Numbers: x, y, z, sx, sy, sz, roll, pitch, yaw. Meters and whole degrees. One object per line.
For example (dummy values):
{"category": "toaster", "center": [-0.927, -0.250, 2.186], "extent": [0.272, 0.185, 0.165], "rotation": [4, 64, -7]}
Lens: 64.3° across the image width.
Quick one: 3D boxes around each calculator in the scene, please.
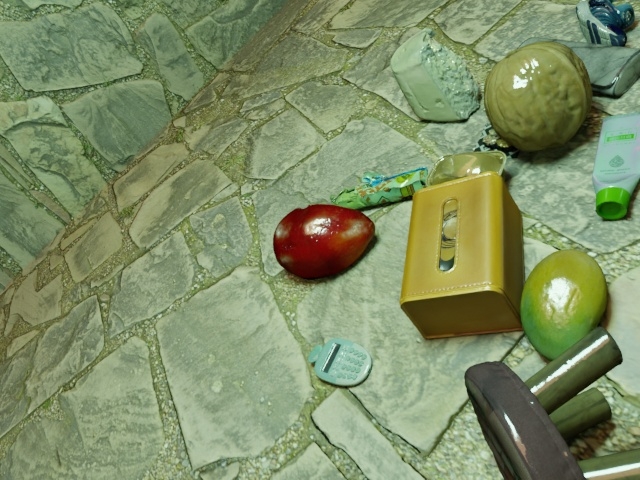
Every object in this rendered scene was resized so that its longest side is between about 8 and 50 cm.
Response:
{"category": "calculator", "center": [0.038, 0.248, 1.045], "extent": [0.153, 0.021, 0.095], "rotation": [5, 56, 43]}

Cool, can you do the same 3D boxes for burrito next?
{"category": "burrito", "center": [0.155, -0.137, 1.295], "extent": [0.288, 0.054, 0.104], "rotation": [-13, 45, 32]}

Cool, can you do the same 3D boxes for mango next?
{"category": "mango", "center": [0.393, 0.105, 0.826], "extent": [0.130, 0.092, 0.195], "rotation": [-7, 58, 33]}

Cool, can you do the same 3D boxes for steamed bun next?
{"category": "steamed bun", "center": [0.302, -0.441, 1.324], "extent": [0.170, 0.225, 0.200], "rotation": [-52, 37, -13]}

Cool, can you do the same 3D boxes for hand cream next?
{"category": "hand cream", "center": [0.569, -0.155, 0.967], "extent": [0.079, 0.050, 0.275], "rotation": [17, 57, 18]}

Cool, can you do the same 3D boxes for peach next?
{"category": "peach", "center": [-0.004, 0.006, 1.224], "extent": [0.267, 0.159, 0.154], "rotation": [-5, 56, 36]}

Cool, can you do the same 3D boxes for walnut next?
{"category": "walnut", "center": [0.451, -0.295, 1.057], "extent": [0.228, 0.228, 0.228], "rotation": [-24, 41, 22]}

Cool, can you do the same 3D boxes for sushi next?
{"category": "sushi", "center": [0.419, -0.245, 1.192], "extent": [0.120, 0.026, 0.126], "rotation": [5, 56, 45]}

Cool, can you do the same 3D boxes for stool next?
{"category": "stool", "center": [0.309, 0.257, 0.623], "extent": [0.178, 0.272, 0.272], "rotation": [-22, 40, 4]}

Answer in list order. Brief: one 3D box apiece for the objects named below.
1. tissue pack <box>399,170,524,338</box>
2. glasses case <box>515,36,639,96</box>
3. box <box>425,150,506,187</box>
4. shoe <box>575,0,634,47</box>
{"category": "tissue pack", "center": [0.270, 0.027, 0.964], "extent": [0.194, 0.145, 0.275], "rotation": [-12, 47, 30]}
{"category": "glasses case", "center": [0.582, -0.411, 1.182], "extent": [0.114, 0.060, 0.299], "rotation": [-52, 37, 2]}
{"category": "box", "center": [0.321, -0.145, 1.117], "extent": [0.177, 0.111, 0.111], "rotation": [4, 56, 43]}
{"category": "shoe", "center": [0.668, -0.509, 1.180], "extent": [0.106, 0.091, 0.207], "rotation": [-19, 42, 27]}
